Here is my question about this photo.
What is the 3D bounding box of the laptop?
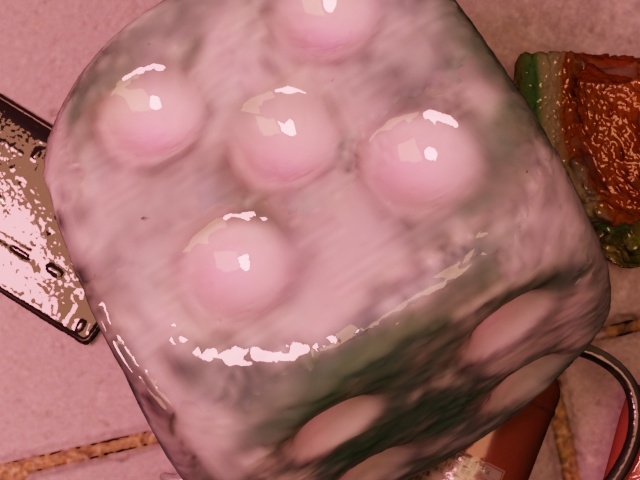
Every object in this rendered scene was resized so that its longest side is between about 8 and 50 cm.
[{"bbox_3d":[-0.254,-0.023,1.292,0.207,0.026,0.154,33,86,-1],"label":"laptop"}]

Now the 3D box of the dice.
[{"bbox_3d":[0.000,0.000,1.114,0.348,0.328,0.330,-32,64,-1],"label":"dice"}]

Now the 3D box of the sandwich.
[{"bbox_3d":[0.254,-0.105,1.248,0.160,0.109,0.185,-29,64,36],"label":"sandwich"}]

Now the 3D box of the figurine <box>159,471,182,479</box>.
[{"bbox_3d":[-0.056,0.277,1.240,0.265,0.140,0.193,-26,106,9],"label":"figurine"}]

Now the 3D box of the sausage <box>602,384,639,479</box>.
[{"bbox_3d":[0.290,0.208,1.301,0.062,0.062,0.154,16,86,-3],"label":"sausage"}]

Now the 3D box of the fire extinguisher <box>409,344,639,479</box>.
[{"bbox_3d":[0.152,0.213,1.268,0.200,0.113,0.376,23,82,-21],"label":"fire extinguisher"}]

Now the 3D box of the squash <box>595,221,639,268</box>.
[{"bbox_3d":[0.304,-0.014,1.306,0.132,0.105,0.105,-44,91,7],"label":"squash"}]
